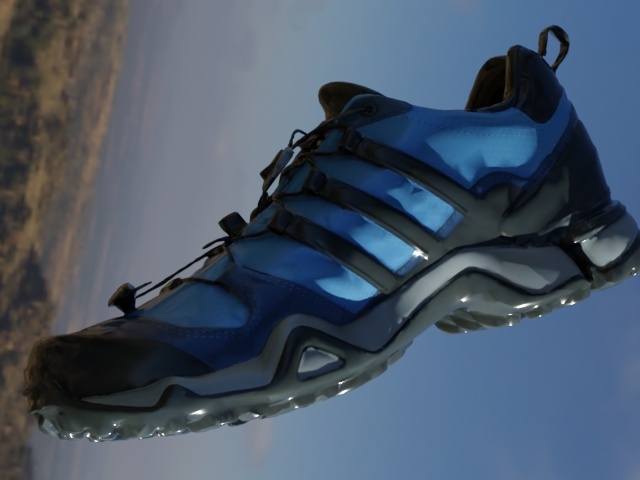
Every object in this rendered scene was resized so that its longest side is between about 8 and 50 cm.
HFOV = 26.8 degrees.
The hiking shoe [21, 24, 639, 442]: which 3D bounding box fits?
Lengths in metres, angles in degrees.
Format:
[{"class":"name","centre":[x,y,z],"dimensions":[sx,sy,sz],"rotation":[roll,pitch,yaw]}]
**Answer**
[{"class":"hiking shoe","centre":[0.000,0.000,0.611],"dimensions":[0.113,0.304,0.132],"rotation":[-24,-95,62]}]
